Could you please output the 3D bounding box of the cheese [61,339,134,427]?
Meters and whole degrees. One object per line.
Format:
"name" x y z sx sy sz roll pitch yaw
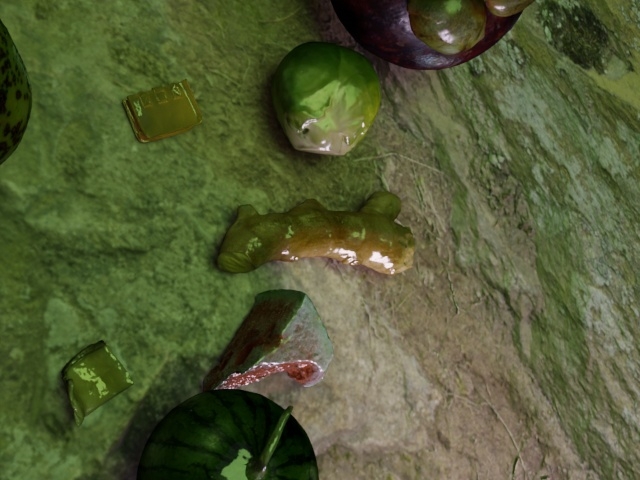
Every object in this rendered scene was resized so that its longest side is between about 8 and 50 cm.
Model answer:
"cheese" -0.243 0.151 0.945 0.060 0.041 0.084 60 37 -14

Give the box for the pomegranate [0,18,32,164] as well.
"pomegranate" -0.397 -0.169 0.864 0.204 0.276 0.222 -39 131 0

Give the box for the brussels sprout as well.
"brussels sprout" 0.008 -0.182 1.175 0.155 0.117 0.155 1 88 -17

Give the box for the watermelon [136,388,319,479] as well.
"watermelon" -0.089 0.243 0.916 0.188 0.215 0.187 7 72 -24

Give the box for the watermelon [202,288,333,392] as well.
"watermelon" -0.062 0.114 1.053 0.158 0.098 0.121 -3 78 -32

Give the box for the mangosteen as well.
"mangosteen" 0.165 -0.370 1.224 0.300 0.300 0.300 11 70 -32

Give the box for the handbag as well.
"handbag" -0.187 -0.154 1.084 0.083 0.027 0.061 -22 90 -36

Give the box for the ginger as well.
"ginger" 0.002 -0.002 1.147 0.299 0.065 0.117 -6 66 -37
